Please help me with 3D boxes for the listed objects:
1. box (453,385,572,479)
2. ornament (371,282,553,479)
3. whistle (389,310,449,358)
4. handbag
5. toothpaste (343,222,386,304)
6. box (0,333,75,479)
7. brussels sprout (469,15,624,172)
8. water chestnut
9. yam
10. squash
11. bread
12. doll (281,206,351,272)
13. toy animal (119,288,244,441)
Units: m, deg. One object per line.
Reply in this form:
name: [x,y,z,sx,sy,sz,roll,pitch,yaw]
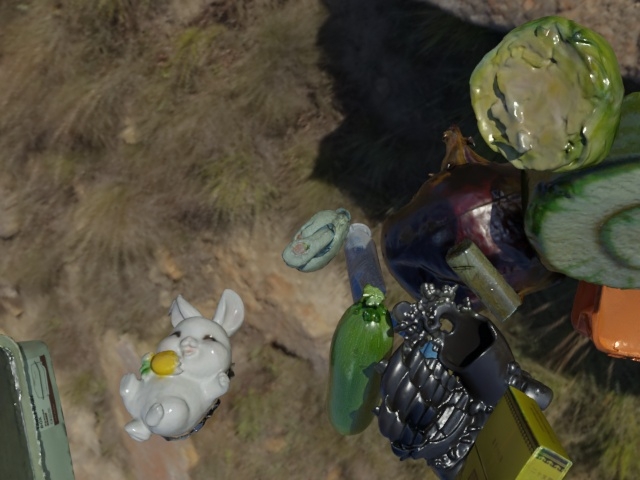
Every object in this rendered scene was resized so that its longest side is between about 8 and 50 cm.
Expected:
box: [0.145,0.293,0.873,0.041,0.153,0.279,27,100,-2]
ornament: [0.178,0.210,1.302,0.260,0.251,0.106,41,178,-19]
whistle: [0.251,0.236,2.149,0.180,0.269,0.093,19,104,-23]
handbag: [0.736,0.102,1.781,0.409,0.116,0.304,10,99,-6]
toothpaste: [0.096,0.069,1.922,0.073,0.299,0.114,24,119,-20]
box: [-0.436,0.270,1.111,0.220,0.166,0.291,-11,90,18]
brussels sprout: [0.239,-0.146,0.905,0.149,0.122,0.152,33,112,32]
water chestnut: [0.267,-0.041,1.580,0.335,0.335,0.347,-25,82,46]
yam: [0.247,0.060,1.343,0.132,0.054,0.054,49,137,-4]
squash: [0.060,0.205,1.432,0.101,0.101,0.379,31,141,19]
bread: [0.481,-0.064,1.280,0.381,0.129,0.366,-15,144,34]
doll: [0.000,0.000,1.359,0.103,0.214,0.072,-40,88,21]
toy animal: [-0.267,0.245,1.752,0.208,0.325,0.154,-6,133,20]
